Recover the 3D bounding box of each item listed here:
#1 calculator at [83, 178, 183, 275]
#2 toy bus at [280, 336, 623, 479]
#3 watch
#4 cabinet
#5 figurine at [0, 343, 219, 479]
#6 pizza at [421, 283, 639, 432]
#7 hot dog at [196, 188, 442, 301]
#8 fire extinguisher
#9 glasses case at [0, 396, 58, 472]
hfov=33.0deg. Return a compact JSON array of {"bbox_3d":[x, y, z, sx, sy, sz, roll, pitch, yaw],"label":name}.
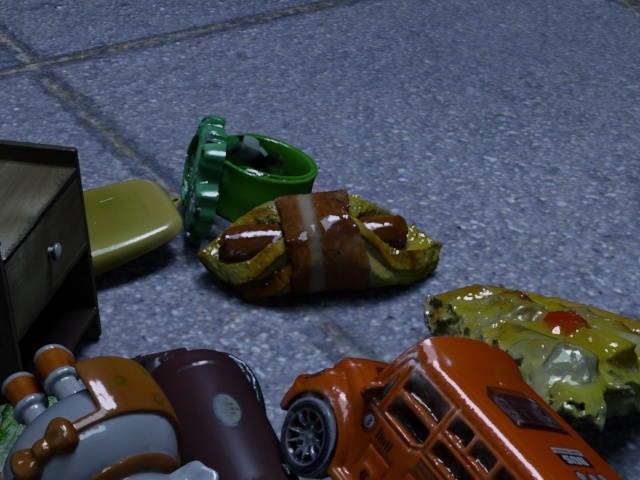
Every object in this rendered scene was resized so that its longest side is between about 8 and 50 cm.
[{"bbox_3d":[-0.265,-0.009,1.195,0.236,0.033,0.157,-21,35,-16],"label":"calculator"},{"bbox_3d":[0.112,0.176,0.729,0.143,0.153,0.329,16,22,-41],"label":"toy bus"},{"bbox_3d":[-0.082,-0.057,1.247,0.152,0.131,0.165,11,23,-17],"label":"watch"},{"bbox_3d":[-0.297,0.042,0.963,0.148,0.215,0.175,5,31,9],"label":"cabinet"},{"bbox_3d":[-0.140,0.173,0.714,0.143,0.143,0.271,-13,33,-21],"label":"figurine"},{"bbox_3d":[0.220,0.099,0.923,0.279,0.075,0.288,11,10,7],"label":"pizza"},{"bbox_3d":[0.002,-0.002,1.144,0.261,0.093,0.123,-7,42,-11],"label":"hot dog"},{"bbox_3d":[-0.082,0.188,0.826,0.141,0.105,0.341,-18,38,-14],"label":"fire extinguisher"},{"bbox_3d":[-0.212,0.226,0.807,0.095,0.062,0.272,-12,32,-19],"label":"glasses case"}]
